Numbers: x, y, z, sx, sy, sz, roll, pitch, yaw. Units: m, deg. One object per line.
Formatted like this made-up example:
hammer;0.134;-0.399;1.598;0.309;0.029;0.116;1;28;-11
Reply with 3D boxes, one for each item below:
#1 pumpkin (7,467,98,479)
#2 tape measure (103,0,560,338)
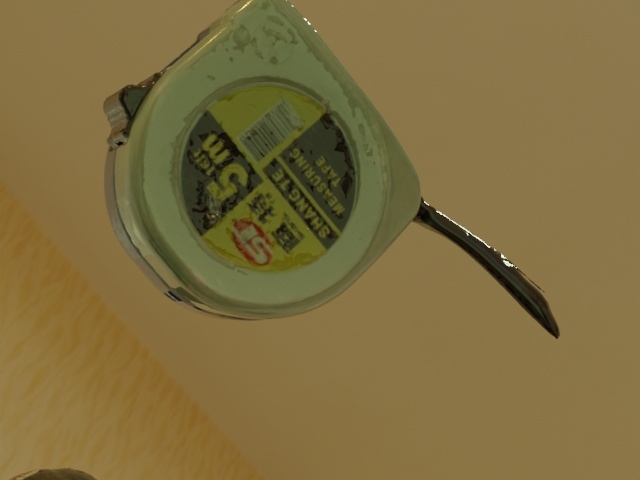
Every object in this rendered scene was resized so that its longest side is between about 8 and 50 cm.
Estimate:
pumpkin;-0.330;0.415;1.684;0.260;0.260;0.189;35;-28;-6
tape measure;0.000;0.000;0.991;0.215;0.098;0.351;-44;-79;-18
